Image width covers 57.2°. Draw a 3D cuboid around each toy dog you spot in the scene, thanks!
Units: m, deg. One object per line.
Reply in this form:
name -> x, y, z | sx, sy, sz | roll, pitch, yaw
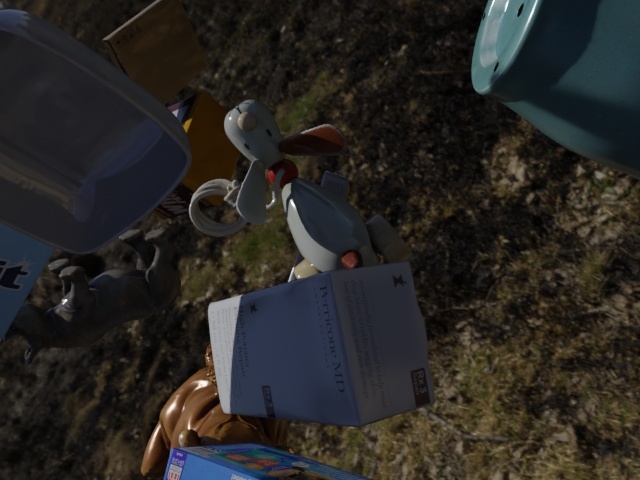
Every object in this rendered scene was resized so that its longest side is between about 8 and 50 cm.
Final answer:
toy dog -> -0.022, -0.047, 0.808 | 0.220, 0.334, 0.161 | -58, 0, -1

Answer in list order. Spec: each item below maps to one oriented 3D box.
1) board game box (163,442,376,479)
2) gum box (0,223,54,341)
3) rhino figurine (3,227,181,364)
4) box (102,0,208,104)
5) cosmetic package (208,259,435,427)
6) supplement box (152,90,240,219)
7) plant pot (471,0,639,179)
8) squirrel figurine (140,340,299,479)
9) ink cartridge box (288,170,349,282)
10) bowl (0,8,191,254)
board game box -> -0.016, 0.241, 0.550 | 0.210, 0.160, 0.047 | 7, 77, 28
gum box -> -0.322, 0.004, 0.503 | 0.184, 0.157, 0.041 | -52, 43, 17
rhino figurine -> -0.283, 0.074, 0.707 | 0.243, 0.106, 0.073 | -24, 26, -15
box -> -0.314, -0.365, 1.151 | 0.021, 0.164, 0.201 | 8, 47, 31
cosmetic package -> -0.014, 0.094, 0.524 | 0.231, 0.086, 0.117 | -22, 76, 55
supplement box -> -0.281, -0.167, 1.199 | 0.194, 0.129, 0.191 | -10, 55, 40
plant pot -> 0.309, -0.210, 0.608 | 0.271, 0.255, 0.271 | -164, 90, -85
squirrel figurine -> -0.151, 0.311, 1.042 | 0.370, 0.281, 0.396 | 134, 154, -78
ink cartridge box -> 0.000, 0.000, 1.344 | 0.239, 0.060, 0.275 | 47, -119, -83
bowl -> -0.166, -0.067, 0.367 | 0.142, 0.142, 0.053 | -32, 41, 30
